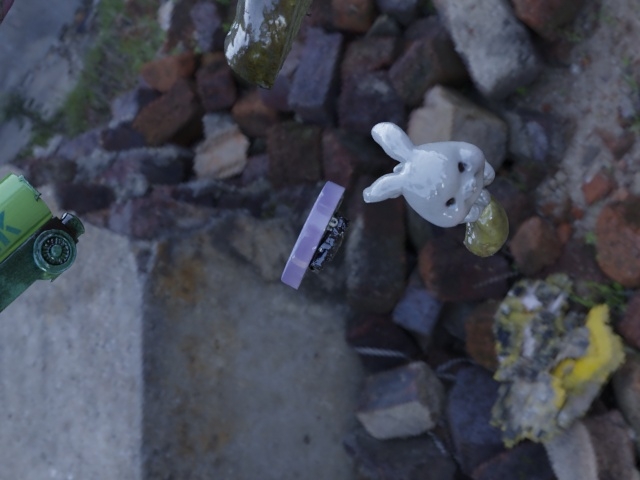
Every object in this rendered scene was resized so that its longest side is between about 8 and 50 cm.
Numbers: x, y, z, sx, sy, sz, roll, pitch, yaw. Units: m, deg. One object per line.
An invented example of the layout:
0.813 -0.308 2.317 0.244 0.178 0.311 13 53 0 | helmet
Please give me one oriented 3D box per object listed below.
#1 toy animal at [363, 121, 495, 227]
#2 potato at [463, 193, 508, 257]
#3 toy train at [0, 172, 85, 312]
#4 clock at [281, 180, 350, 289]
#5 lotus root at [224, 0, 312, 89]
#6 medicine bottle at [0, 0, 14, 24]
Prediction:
0.168 -0.094 1.584 0.179 0.193 0.127 19 98 29 | toy animal
0.289 -0.028 1.841 0.138 0.070 0.091 93 164 -56 | potato
-0.422 0.027 1.330 0.253 0.157 0.105 -45 12 -24 | toy train
0.000 0.000 1.676 0.198 0.064 0.172 97 -161 -83 | clock
-0.080 -0.459 1.910 0.260 0.149 0.267 116 176 -61 | lotus root
-0.528 -0.333 1.497 0.152 0.152 0.254 -29 35 41 | medicine bottle
